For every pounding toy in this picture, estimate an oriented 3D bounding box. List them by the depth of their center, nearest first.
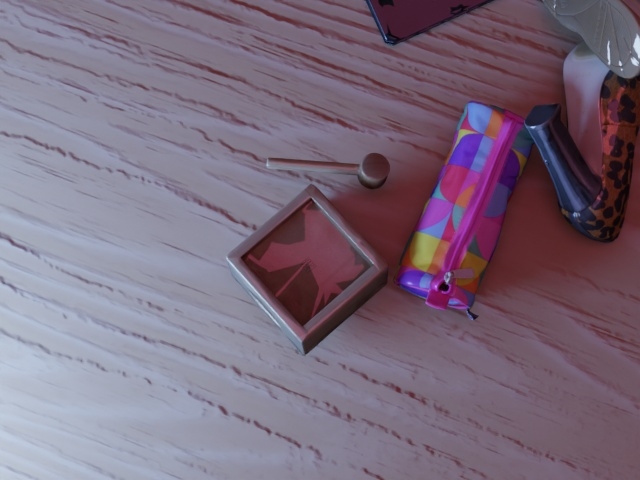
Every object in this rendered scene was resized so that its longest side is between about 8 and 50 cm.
[{"bbox_3d":[-0.002,-0.010,1.431,0.206,0.094,0.181,-41,77,-10],"label":"pounding toy"}]

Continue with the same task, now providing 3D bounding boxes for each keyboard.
[{"bbox_3d":[0.138,-0.307,1.483,0.180,0.023,0.108,-24,89,1],"label":"keyboard"}]

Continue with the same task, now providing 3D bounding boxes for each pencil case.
[{"bbox_3d":[0.163,-0.034,1.412,0.104,0.104,0.236,21,85,7],"label":"pencil case"}]

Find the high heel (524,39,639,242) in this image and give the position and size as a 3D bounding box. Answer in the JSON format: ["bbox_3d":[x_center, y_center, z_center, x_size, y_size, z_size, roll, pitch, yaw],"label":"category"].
[{"bbox_3d":[0.339,-0.132,1.438,0.261,0.093,0.186,-45,121,-24],"label":"high heel"}]

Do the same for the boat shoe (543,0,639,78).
[{"bbox_3d":[0.312,-0.271,1.382,0.092,0.102,0.285,-6,39,-16],"label":"boat shoe"}]
